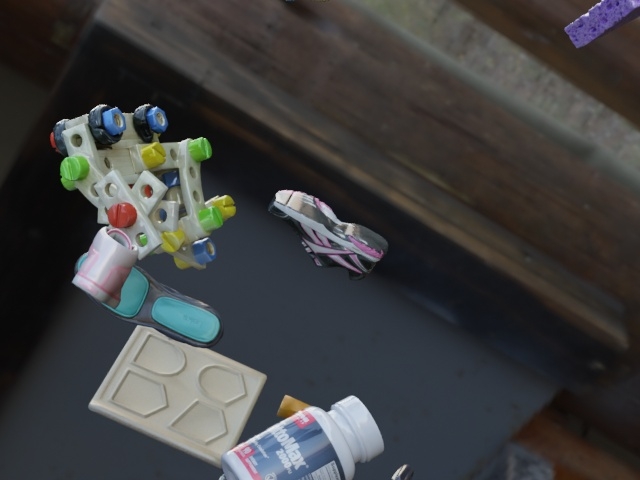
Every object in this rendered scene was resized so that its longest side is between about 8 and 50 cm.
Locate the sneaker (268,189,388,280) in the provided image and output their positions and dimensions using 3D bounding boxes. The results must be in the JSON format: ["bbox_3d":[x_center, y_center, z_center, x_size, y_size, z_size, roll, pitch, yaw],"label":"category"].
[{"bbox_3d":[0.000,0.000,1.892,0.077,0.178,0.072,-61,-5,25],"label":"sneaker"}]

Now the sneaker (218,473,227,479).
[{"bbox_3d":[-0.108,0.389,1.880,0.052,0.135,0.058,-18,-15,-48],"label":"sneaker"}]

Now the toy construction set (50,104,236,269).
[{"bbox_3d":[-0.220,-0.059,1.657,0.151,0.215,0.327,-17,-2,10],"label":"toy construction set"}]

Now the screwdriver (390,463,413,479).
[{"bbox_3d":[0.085,0.327,1.698,0.025,0.024,0.170,-57,-8,29],"label":"screwdriver"}]

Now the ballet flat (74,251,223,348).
[{"bbox_3d":[-0.216,0.079,1.693,0.074,0.203,0.074,-63,1,2],"label":"ballet flat"}]

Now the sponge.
[{"bbox_3d":[0.370,-0.277,1.436,0.210,0.031,0.117,-31,-3,-23],"label":"sponge"}]

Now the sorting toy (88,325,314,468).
[{"bbox_3d":[-0.162,0.245,1.964,0.229,0.307,0.041,-64,-2,-56],"label":"sorting toy"}]

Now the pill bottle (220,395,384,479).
[{"bbox_3d":[-0.020,0.265,1.637,0.180,0.108,0.108,-27,2,-17],"label":"pill bottle"}]

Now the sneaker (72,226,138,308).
[{"bbox_3d":[-0.208,0.026,1.334,0.070,0.051,0.134,-60,2,-7],"label":"sneaker"}]
